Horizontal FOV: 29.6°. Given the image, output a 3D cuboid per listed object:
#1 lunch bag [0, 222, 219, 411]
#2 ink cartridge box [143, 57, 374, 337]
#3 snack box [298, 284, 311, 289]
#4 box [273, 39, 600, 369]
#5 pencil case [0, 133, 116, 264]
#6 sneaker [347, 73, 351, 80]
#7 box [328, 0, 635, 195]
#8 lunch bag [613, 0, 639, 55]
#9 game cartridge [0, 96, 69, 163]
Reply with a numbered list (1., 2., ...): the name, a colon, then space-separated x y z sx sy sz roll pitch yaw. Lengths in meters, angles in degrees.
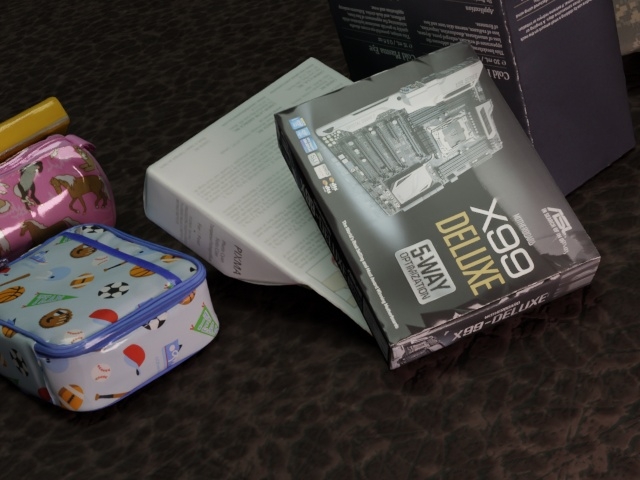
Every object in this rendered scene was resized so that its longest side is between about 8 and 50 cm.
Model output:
1. lunch bag: -0.277 0.077 1.442 0.243 0.115 0.303 -33 33 -30
2. ink cartridge box: 0.028 -0.037 1.459 0.385 0.091 0.308 36 53 22
3. snack box: 0.000 0.000 1.497 0.141 0.037 0.100 -36 34 -31
4. box: 0.119 -0.045 1.311 0.242 0.076 0.307 -22 64 -8
5. pencil case: -0.458 -0.001 1.600 0.386 0.160 0.167 -30 -10 -26
6. sneaker: 0.105 -0.262 1.793 0.086 0.064 0.192 -19 -16 -28
7. box: 0.194 -0.247 1.539 0.179 0.313 0.343 -32 33 -26
8. lunch bag: 0.513 -0.370 1.675 0.235 0.169 0.287 -16 8 40
9. game cartridge: -0.526 -0.072 1.744 0.323 0.053 0.285 -31 -4 -25
